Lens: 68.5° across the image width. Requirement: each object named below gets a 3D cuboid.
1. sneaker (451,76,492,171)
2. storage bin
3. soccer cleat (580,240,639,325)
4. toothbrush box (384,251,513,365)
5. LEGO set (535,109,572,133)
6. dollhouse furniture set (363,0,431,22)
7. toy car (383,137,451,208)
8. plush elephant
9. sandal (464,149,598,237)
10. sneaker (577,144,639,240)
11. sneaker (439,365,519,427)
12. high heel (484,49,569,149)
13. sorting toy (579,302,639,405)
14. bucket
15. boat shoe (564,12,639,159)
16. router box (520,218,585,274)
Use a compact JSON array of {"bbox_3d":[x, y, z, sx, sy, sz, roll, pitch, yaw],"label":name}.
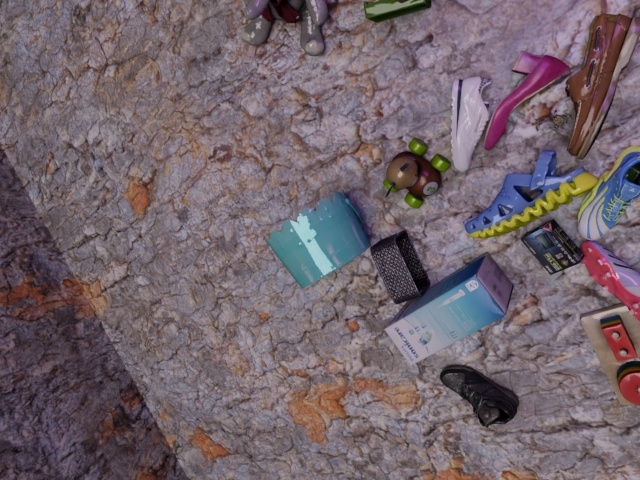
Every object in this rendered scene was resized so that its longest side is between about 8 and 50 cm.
[{"bbox_3d":[0.379,-0.289,1.185,0.094,0.090,0.235,2,107,17],"label":"sneaker"},{"bbox_3d":[0.229,0.075,1.340,0.084,0.122,0.180,-23,93,30],"label":"storage bin"},{"bbox_3d":[0.716,0.092,1.097,0.083,0.095,0.248,80,167,-51],"label":"soccer cleat"},{"bbox_3d":[0.345,0.180,1.258,0.295,0.216,0.126,-38,86,29],"label":"toothbrush box"},{"bbox_3d":[0.561,-0.286,1.129,0.083,0.023,0.054,18,110,36],"label":"LEGO set"},{"bbox_3d":[0.143,-0.637,1.074,0.151,0.301,0.198,-3,106,25],"label":"dollhouse furniture set"},{"bbox_3d":[0.231,-0.166,1.231,0.149,0.188,0.155,39,118,12],"label":"toy car"},{"bbox_3d":[-0.120,-0.665,1.226,0.272,0.255,0.330,26,114,18],"label":"plush elephant"},{"bbox_3d":[0.497,-0.109,1.163,0.317,0.126,0.138,-33,74,27],"label":"sandal"},{"bbox_3d":[0.664,-0.101,1.066,0.091,0.126,0.240,26,114,19],"label":"sneaker"},{"bbox_3d":[0.443,0.442,1.335,0.227,0.130,0.087,27,113,20],"label":"sneaker"},{"bbox_3d":[0.486,-0.321,1.129,0.117,0.082,0.244,24,108,13],"label":"high heel"},{"bbox_3d":[0.808,0.271,1.121,0.257,0.089,0.255,-26,92,30],"label":"sorting toy"},{"bbox_3d":[0.000,0.000,1.356,0.281,0.281,0.183,-32,90,30],"label":"bucket"},{"bbox_3d":[0.603,-0.340,1.049,0.104,0.110,0.307,22,104,24],"label":"boat shoe"},{"bbox_3d":[0.578,0.017,1.173,0.122,0.038,0.092,52,151,6],"label":"router box"}]
